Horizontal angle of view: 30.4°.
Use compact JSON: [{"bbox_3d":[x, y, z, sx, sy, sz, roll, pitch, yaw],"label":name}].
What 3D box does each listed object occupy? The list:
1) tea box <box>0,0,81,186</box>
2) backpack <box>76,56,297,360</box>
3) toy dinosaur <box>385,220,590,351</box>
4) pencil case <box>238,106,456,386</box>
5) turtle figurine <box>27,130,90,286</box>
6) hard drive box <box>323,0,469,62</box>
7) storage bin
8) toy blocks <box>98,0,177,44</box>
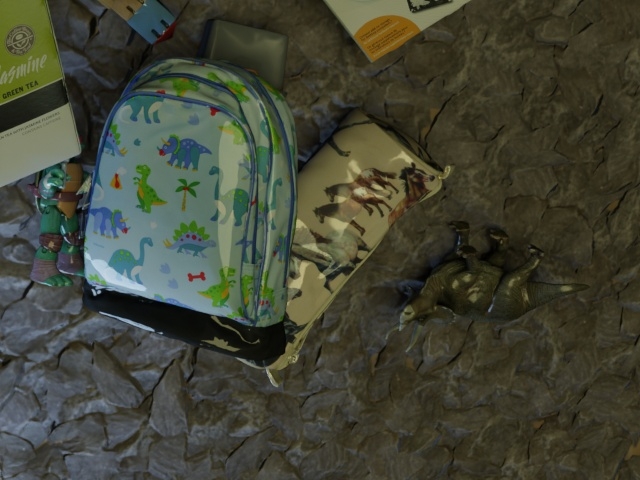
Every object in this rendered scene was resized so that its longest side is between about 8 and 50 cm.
[{"bbox_3d":[-0.487,-0.210,1.320,0.329,0.220,0.323,-26,136,-25],"label":"tea box"},{"bbox_3d":[-0.158,-0.053,1.482,0.290,0.273,0.355,17,90,17],"label":"backpack"},{"bbox_3d":[0.250,0.068,1.802,0.314,0.121,0.160,1,122,-21],"label":"toy dinosaur"},{"bbox_3d":[0.000,0.000,1.662,0.183,0.160,0.410,41,95,-4],"label":"pencil case"},{"bbox_3d":[-0.332,-0.062,1.579,0.175,0.118,0.234,-10,114,-56],"label":"turtle figurine"},{"bbox_3d":[0.074,-0.382,1.549,0.181,0.089,0.232,-31,116,23],"label":"hard drive box"},{"bbox_3d":[-0.105,-0.244,1.587,0.135,0.098,0.091,9,97,-18],"label":"storage bin"},{"bbox_3d":[-0.189,-0.415,1.468,0.381,0.191,0.261,-47,126,5],"label":"toy blocks"}]
